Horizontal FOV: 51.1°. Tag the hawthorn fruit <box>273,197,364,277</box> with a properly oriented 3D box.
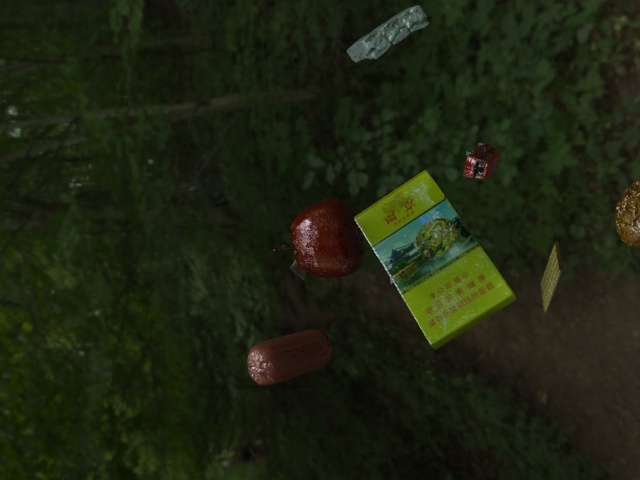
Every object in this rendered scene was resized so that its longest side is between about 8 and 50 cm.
[{"bbox_3d":[0.000,0.000,1.893,0.210,0.266,0.230,-142,45,-69],"label":"hawthorn fruit"}]

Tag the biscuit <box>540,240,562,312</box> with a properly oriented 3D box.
[{"bbox_3d":[0.758,0.120,2.200,0.231,0.016,0.139,87,-170,-48],"label":"biscuit"}]

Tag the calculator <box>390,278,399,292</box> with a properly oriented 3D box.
[{"bbox_3d":[0.212,0.079,1.523,0.261,0.021,0.161,47,-139,-49],"label":"calculator"}]

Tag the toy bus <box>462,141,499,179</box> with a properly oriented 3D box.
[{"bbox_3d":[0.533,-0.260,2.186,0.195,0.089,0.081,-35,-43,-53],"label":"toy bus"}]

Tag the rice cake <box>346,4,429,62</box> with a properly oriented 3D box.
[{"bbox_3d":[0.108,-0.349,1.145,0.038,0.124,0.211,57,177,-14],"label":"rice cake"}]

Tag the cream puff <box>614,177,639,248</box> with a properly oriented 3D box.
[{"bbox_3d":[0.552,-0.050,1.122,0.144,0.103,0.126,-56,-29,-17],"label":"cream puff"}]

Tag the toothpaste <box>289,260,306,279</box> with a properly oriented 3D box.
[{"bbox_3d":[-0.063,0.074,2.468,0.043,0.067,0.194,-44,12,29],"label":"toothpaste"}]

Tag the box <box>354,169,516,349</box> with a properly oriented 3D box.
[{"bbox_3d":[0.221,0.030,1.344,0.047,0.187,0.335,43,-165,-56],"label":"box"}]

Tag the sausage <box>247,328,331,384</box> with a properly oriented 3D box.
[{"bbox_3d":[-0.043,0.167,0.967,0.154,0.062,0.062,-6,-79,-53],"label":"sausage"}]
